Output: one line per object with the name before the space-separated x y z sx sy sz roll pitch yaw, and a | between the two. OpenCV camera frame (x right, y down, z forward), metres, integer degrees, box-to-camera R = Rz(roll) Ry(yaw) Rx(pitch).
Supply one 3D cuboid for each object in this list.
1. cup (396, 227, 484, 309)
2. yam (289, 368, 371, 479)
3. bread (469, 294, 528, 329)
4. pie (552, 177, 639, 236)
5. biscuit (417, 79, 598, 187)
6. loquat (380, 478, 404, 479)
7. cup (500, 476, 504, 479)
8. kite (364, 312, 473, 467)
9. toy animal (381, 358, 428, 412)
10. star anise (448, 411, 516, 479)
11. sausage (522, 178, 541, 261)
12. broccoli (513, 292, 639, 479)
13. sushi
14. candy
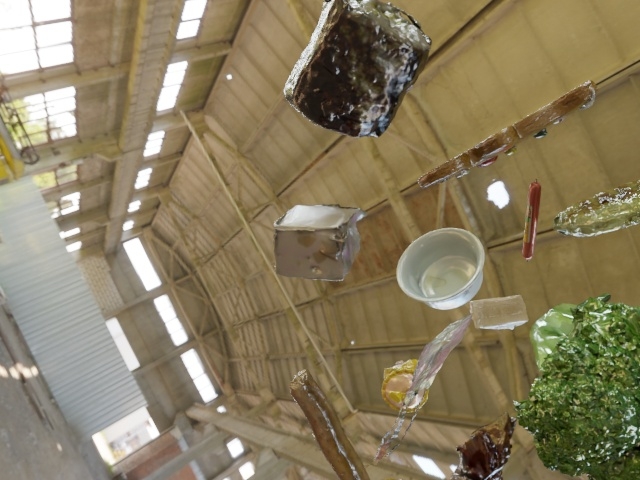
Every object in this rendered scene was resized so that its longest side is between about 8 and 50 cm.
cup | 0.489 0.133 1.876 0.347 0.347 0.163 24 -20 48
yam | 0.017 0.320 0.776 0.241 0.057 0.057 62 -30 -3
bread | 0.452 0.195 1.255 0.105 0.152 0.077 102 -17 -69
pie | 0.694 -0.082 1.108 0.306 0.306 0.071 -22 -87 60
biscuit | 0.442 -0.232 1.181 0.064 0.432 0.283 60 4 1
loquat | 0.083 0.380 0.625 0.113 0.137 0.137 29 -39 11
cup | 0.265 0.567 0.965 0.178 0.257 0.254 -97 176 -59
kite | 0.188 0.285 0.923 0.022 0.360 0.204 39 -36 7
toy animal | 0.265 0.446 1.470 0.156 0.230 0.156 -1 -93 19
star anise | 0.242 0.404 0.772 0.088 0.288 0.288 22 -48 33
sausage | 0.528 -0.047 1.194 0.029 0.029 0.223 24 -53 48
broccoli | 0.448 0.191 0.621 0.321 0.414 0.310 60 -21 1
sushi | 0.095 -0.426 1.171 0.294 0.300 0.281 -62 -152 33
candy | 0.000 0.000 1.079 0.185 0.195 0.137 2 -70 15
